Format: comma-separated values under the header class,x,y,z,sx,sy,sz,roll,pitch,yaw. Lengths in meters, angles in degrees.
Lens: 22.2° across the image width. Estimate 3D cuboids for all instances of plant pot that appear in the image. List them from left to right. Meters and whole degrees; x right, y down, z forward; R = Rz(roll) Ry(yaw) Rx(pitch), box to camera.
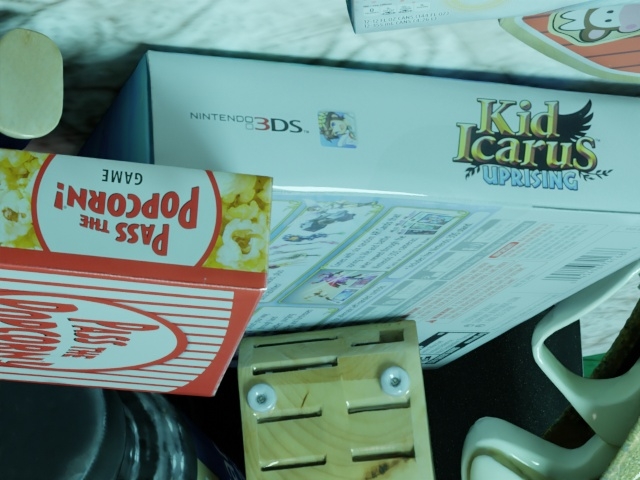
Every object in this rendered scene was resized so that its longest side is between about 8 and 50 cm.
class,x,y,z,sx,sy,sz,roll,pitch,yaw
plant pot,0.039,0.126,0.995,0.188,0.187,0.167,-20,148,38

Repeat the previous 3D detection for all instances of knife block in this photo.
class,x,y,z,sx,sy,sz,roll,pitch,yaw
knife block,0.024,0.196,0.846,0.088,0.276,0.242,-6,168,3

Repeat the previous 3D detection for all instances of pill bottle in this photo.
class,x,y,z,sx,sy,sz,roll,pitch,yaw
pill bottle,-0.104,0.138,0.824,0.122,0.123,0.219,-11,149,15

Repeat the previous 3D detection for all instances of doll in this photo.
class,x,y,z,sx,sy,sz,roll,pitch,yaw
doll,-0.165,-0.033,0.619,0.129,0.046,0.189,13,157,-25

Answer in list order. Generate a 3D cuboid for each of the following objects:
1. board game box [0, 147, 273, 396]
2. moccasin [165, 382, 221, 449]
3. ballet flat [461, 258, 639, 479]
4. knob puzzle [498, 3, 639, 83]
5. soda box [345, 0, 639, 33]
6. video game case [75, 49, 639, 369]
class,x,y,z,sx,sy,sz,roll,pitch,yaw
board game box,-0.124,0.011,0.601,0.193,0.045,0.147,5,159,-8
moccasin,-0.203,0.112,0.951,0.147,0.139,0.380,-29,162,33
ballet flat,0.139,0.099,0.827,0.123,0.123,0.348,10,121,-42
knob puzzle,0.161,-0.086,0.586,0.213,0.030,0.213,-5,163,-2
soda box,0.094,-0.104,0.458,0.183,0.058,0.063,-6,163,1
video game case,0.000,0.000,0.751,0.244,0.061,0.269,2,161,-23
